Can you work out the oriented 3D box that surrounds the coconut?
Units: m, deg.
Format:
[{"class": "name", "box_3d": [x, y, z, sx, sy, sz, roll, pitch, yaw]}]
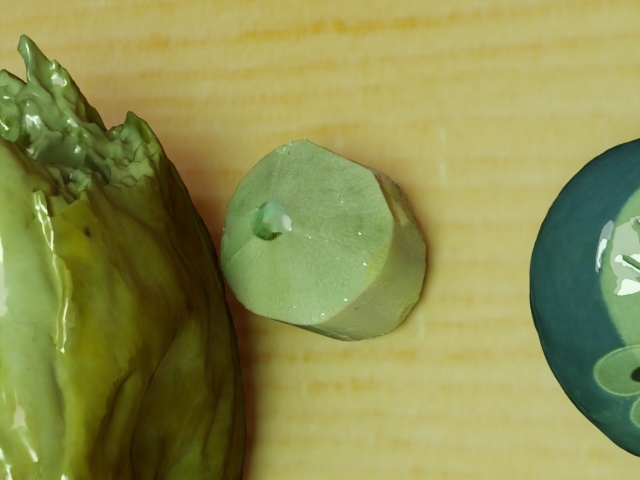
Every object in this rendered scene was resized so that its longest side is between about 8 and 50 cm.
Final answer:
[{"class": "coconut", "box_3d": [0.000, 0.000, 0.746, 0.116, 0.122, 0.116, -6, 75, 25]}]

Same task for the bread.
[{"class": "bread", "box_3d": [-0.147, 0.038, 0.709, 0.191, 0.370, 0.314, -11, 69, -6]}]

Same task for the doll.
[{"class": "doll", "box_3d": [0.223, -0.005, 0.616, 0.258, 0.154, 0.228, -44, 99, -2]}]
